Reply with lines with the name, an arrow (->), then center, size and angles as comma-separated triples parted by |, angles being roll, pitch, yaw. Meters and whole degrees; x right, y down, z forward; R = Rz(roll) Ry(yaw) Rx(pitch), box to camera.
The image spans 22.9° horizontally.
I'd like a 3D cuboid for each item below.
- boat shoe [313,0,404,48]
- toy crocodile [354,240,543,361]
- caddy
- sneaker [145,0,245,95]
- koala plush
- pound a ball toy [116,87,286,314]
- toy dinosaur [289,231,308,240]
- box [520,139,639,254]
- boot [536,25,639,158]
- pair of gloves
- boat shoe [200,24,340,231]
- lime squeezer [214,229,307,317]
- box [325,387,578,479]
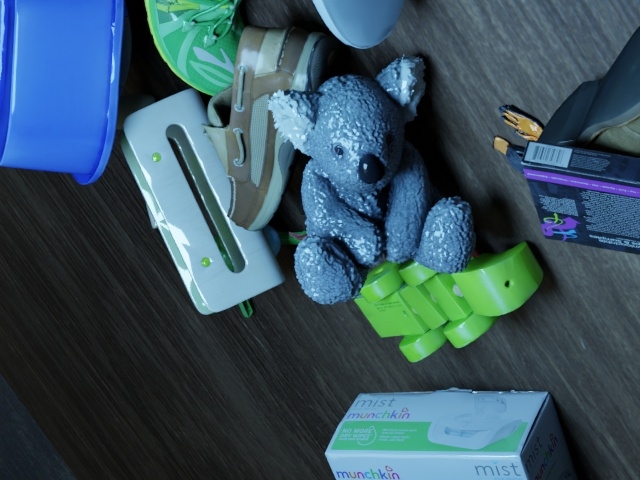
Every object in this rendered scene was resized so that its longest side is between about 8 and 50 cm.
boat shoe -> -0.010, -0.333, 1.521 | 0.105, 0.113, 0.306 | 19, 138, 57
toy crocodile -> 0.135, 0.059, 1.817 | 0.115, 0.105, 0.340 | 53, 158, -4
caddy -> -0.322, -0.239, 1.968 | 0.241, 0.179, 0.341 | -142, 55, -61
sneaker -> -0.137, -0.283, 1.779 | 0.123, 0.109, 0.295 | 24, 143, 49
koala plush -> 0.042, -0.084, 1.676 | 0.203, 0.196, 0.221 | -104, -2, -55
pound a ball toy -> -0.162, -0.070, 2.062 | 0.319, 0.136, 0.208 | 65, 169, 0
toy dinosaur -> 0.000, 0.000, 1.966 | 0.047, 0.090, 0.082 | 65, -164, -6
box -> 0.250, -0.035, 1.427 | 0.116, 0.029, 0.162 | 11, 158, 20
boot -> 0.293, -0.109, 1.374 | 0.115, 0.112, 0.305 | 31, 157, -4
pair of gloves -> 0.205, -0.097, 1.595 | 0.074, 0.010, 0.083 | 37, 151, 24
boat shoe -> -0.071, -0.138, 1.820 | 0.120, 0.122, 0.324 | 20, 141, -2
lime squeezer -> -0.098, 0.018, 2.180 | 0.110, 0.059, 0.310 | 22, 153, -9
box -> 0.175, 0.306, 1.928 | 0.262, 0.127, 0.231 | -3, 124, 30
